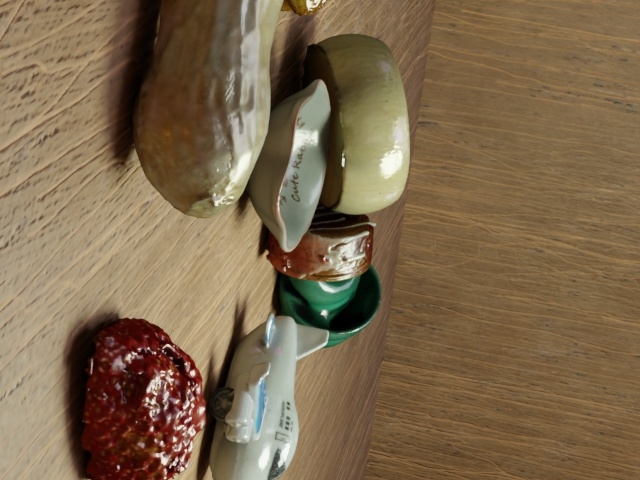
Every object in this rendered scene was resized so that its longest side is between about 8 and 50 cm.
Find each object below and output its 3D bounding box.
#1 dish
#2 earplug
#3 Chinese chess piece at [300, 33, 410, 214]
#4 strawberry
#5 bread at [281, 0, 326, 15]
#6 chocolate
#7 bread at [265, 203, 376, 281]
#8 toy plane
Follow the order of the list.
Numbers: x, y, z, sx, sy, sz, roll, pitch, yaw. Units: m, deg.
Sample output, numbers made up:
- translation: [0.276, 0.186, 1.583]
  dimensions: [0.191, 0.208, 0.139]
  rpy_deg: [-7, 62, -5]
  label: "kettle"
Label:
- translation: [-0.053, -0.103, 2.019]
  dimensions: [0.229, 0.081, 0.229]
  rpy_deg: [12, 90, -78]
  label: "dish"
- translation: [-0.002, 0.038, 2.411]
  dimensions: [0.280, 0.164, 0.257]
  rpy_deg: [108, -37, -49]
  label: "earplug"
- translation: [0.045, -0.164, 2.188]
  dimensions: [0.257, 0.104, 0.257]
  rpy_deg: [173, -90, -77]
  label: "Chinese chess piece"
- translation: [-0.166, 0.142, 1.497]
  dimensions: [0.228, 0.098, 0.174]
  rpy_deg: [92, 11, -49]
  label: "strawberry"
- translation: [0.016, -0.426, 1.725]
  dimensions: [0.380, 0.109, 0.185]
  rpy_deg: [-65, 145, -30]
  label: "bread"
- translation: [-0.104, -0.175, 1.440]
  dimensions: [0.134, 0.134, 0.309]
  rpy_deg: [-17, 115, -80]
  label: "chocolate"
- translation: [0.000, 0.000, 2.216]
  dimensions: [0.160, 0.160, 0.073]
  rpy_deg: [-60, 158, -66]
  label: "bread"
- translation: [-0.080, 0.225, 2.102]
  dimensions: [0.267, 0.122, 0.267]
  rpy_deg: [13, 90, -80]
  label: "toy plane"
